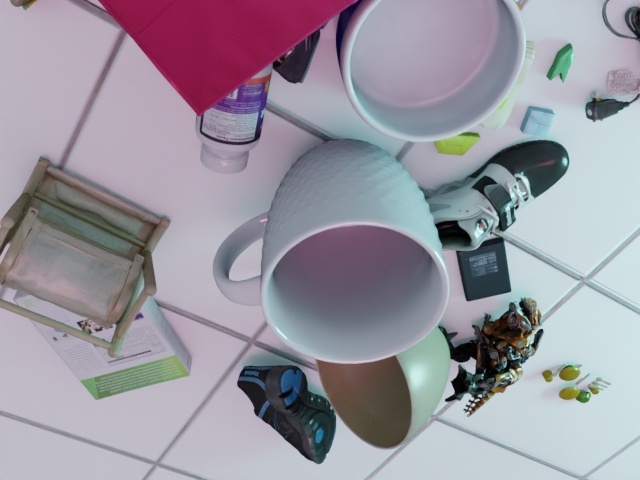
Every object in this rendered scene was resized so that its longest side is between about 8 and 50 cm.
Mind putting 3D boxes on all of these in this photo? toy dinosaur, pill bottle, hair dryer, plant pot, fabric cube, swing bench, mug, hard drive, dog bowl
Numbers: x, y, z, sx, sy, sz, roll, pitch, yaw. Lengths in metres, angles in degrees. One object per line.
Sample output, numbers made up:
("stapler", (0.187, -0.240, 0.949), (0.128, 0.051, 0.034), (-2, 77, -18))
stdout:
("toy dinosaur", (0.364, 0.263, 1.452), (0.218, 0.164, 0.322), (-3, 107, -20))
("pill bottle", (-0.143, -0.208, 1.097), (0.108, 0.108, 0.193), (9, 126, -9))
("hair dryer", (0.584, -0.284, 1.087), (0.293, 0.080, 0.224), (-2, 126, -1))
("plant pot", (0.149, 0.246, 1.375), (0.191, 0.284, 0.284), (-18, 135, -34))
("fabric cube", (-0.106, -0.365, 0.850), (0.258, 0.254, 0.259), (-27, 116, 32))
("swing bench", (-0.412, 0.023, 1.161), (0.253, 0.255, 0.165), (28, 112, -20))
("mug", (0.000, 0.000, 1.121), (0.374, 0.328, 0.276), (-16, 125, 10))
("hard drive", (0.327, 0.060, 1.368), (0.094, 0.022, 0.135), (-14, 126, 8))
("dog bowl", (0.156, -0.283, 1.007), (0.264, 0.104, 0.265), (-4, 130, -5))

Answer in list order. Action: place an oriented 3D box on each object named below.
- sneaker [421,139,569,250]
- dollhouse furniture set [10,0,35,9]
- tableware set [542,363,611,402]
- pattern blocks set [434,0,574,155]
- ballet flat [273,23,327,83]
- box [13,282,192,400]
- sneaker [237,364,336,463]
("sneaker", (0.294, -0.054, 1.209), (0.330, 0.146, 0.122), (-28, 121, 16))
("dollhouse furniture set", (-0.421, -0.488, 0.907), (0.197, 0.151, 0.301), (-6, 148, 27))
("tableware set", (0.581, 0.328, 1.580), (0.154, 0.024, 0.104), (22, 126, -19))
("pattern blocks set", (0.246, -0.266, 1.121), (0.324, 0.026, 0.285), (-1, 127, -2))
("ballet flat", (-0.019, -0.332, 1.036), (0.074, 0.074, 0.203), (20, 125, -17))
("box", (-0.437, 0.187, 1.414), (0.232, 0.058, 0.322), (-16, 124, 9))
("sneaker", (-0.067, 0.386, 1.560), (0.139, 0.125, 0.341), (3, 135, 31))
